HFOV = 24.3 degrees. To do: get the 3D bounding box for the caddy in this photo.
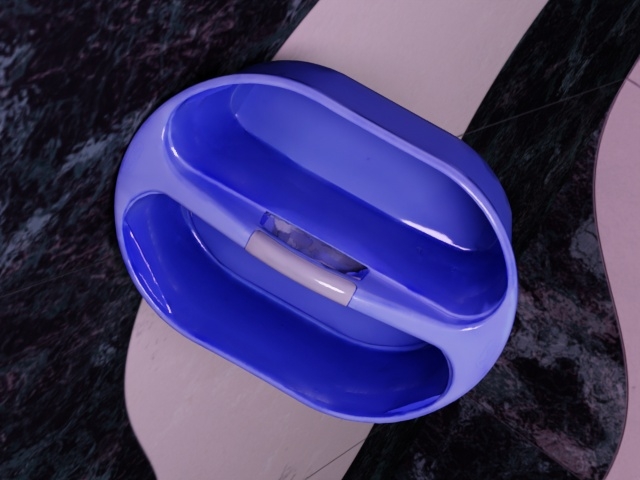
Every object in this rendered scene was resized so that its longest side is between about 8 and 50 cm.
[{"bbox_3d":[0.000,0.000,1.220,0.241,0.341,0.179,-62,177,20],"label":"caddy"}]
